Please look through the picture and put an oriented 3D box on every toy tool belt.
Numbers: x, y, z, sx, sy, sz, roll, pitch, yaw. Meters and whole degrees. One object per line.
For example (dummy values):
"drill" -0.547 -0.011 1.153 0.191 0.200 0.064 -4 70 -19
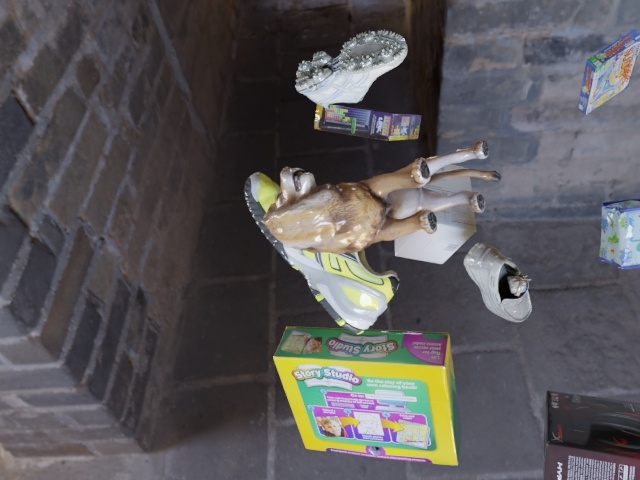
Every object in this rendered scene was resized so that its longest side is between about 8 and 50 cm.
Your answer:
"toy tool belt" 0.479 0.106 1.367 0.051 0.083 0.052 -15 71 15

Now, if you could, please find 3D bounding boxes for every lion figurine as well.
"lion figurine" 0.111 -0.065 0.914 0.240 0.142 0.392 -12 -2 41

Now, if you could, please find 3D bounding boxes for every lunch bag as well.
"lunch bag" 0.662 -0.019 1.171 0.151 0.128 0.096 -7 16 -5

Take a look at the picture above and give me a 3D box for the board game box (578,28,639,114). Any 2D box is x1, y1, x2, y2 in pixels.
"board game box" 0.736 -0.425 1.457 0.136 0.201 0.035 -34 62 3

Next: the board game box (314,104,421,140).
"board game box" 0.089 -0.213 1.021 0.141 0.048 0.170 12 15 23

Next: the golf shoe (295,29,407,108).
"golf shoe" 0.053 -0.237 0.810 0.176 0.086 0.069 -7 61 35

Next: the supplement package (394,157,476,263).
"supplement package" 0.303 -0.076 1.549 0.149 0.194 0.203 10 60 -14

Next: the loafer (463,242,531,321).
"loafer" 0.464 0.123 1.422 0.112 0.319 0.111 -54 40 -5

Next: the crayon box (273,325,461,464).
"crayon box" 0.111 0.340 1.255 0.363 0.313 0.106 -1 34 20

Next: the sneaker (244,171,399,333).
"sneaker" 0.000 0.000 1.143 0.147 0.145 0.384 -43 83 8

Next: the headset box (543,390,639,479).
"headset box" 0.482 0.325 0.831 0.293 0.110 0.218 3 7 22
